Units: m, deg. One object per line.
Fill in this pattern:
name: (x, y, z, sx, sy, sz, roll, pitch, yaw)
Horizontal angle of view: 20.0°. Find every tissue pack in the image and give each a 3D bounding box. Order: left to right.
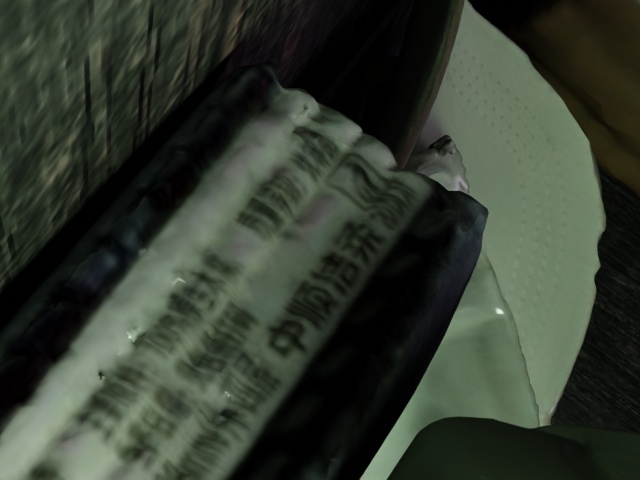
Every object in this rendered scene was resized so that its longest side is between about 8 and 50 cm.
tissue pack: (-0.103, 0.138, 0.523, 0.361, 0.122, 0.259, -54, 180, -42)

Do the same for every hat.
hat: (0.018, 0.004, 0.862, 0.258, 0.168, 0.301, 49, 49, -53)

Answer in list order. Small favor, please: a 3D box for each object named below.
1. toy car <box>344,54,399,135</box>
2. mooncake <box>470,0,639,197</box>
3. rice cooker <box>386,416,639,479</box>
toy car: (0.049, -0.026, 1.078, 0.257, 0.101, 0.124, 113, -16, -80)
mooncake: (0.252, -0.177, 1.094, 0.324, 0.187, 0.324, -41, -161, 17)
rice cooker: (0.090, 0.197, 0.471, 0.277, 0.288, 0.288, -61, 177, 3)
